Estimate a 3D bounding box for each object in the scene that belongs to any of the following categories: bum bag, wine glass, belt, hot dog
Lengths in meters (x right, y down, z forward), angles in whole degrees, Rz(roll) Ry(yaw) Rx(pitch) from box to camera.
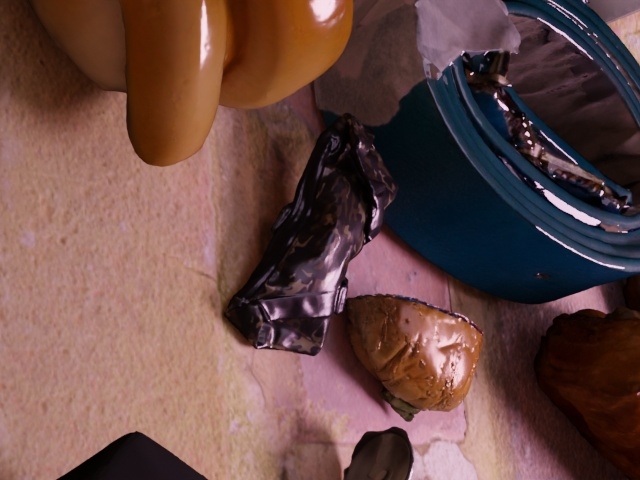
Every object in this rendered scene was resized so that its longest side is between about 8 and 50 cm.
[{"bbox_3d":[0.000,0.001,1.727,0.248,0.069,0.102,-60,140,-21],"label":"bum bag"},{"bbox_3d":[0.107,0.252,1.749,0.183,0.122,0.122,33,53,-32],"label":"wine glass"},{"bbox_3d":[0.192,-0.112,1.925,0.436,0.173,0.300,33,51,-38],"label":"belt"},{"bbox_3d":[0.393,0.204,2.004,0.174,0.267,0.387,-49,116,-14],"label":"hot dog"}]

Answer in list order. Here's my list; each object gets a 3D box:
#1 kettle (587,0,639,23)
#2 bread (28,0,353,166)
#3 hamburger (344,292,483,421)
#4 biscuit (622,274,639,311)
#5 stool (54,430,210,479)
[{"bbox_3d":[0.305,-0.417,2.152,0.265,0.205,0.318,-34,101,-48],"label":"kettle"},{"bbox_3d":[-0.154,-0.289,1.562,0.245,0.329,0.424,-30,105,-9],"label":"bread"},{"bbox_3d":[0.097,0.114,1.796,0.176,0.087,0.102,25,57,-46],"label":"hamburger"},{"bbox_3d":[0.446,0.016,2.224,0.268,0.115,0.366,40,44,-33],"label":"biscuit"},{"bbox_3d":[-0.136,0.266,1.376,0.232,0.141,0.232,46,21,-23],"label":"stool"}]
